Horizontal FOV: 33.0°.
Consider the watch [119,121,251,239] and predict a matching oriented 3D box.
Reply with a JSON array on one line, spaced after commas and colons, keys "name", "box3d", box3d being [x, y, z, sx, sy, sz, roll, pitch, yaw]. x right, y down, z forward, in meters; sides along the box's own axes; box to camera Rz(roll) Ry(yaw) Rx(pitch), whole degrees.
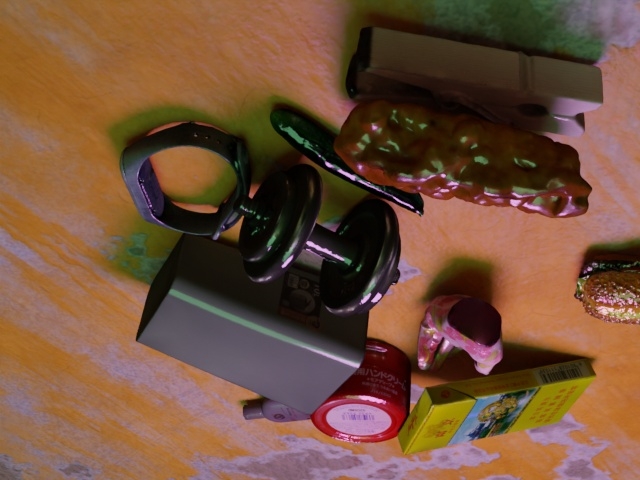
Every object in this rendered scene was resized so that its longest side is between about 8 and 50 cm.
[{"name": "watch", "box3d": [-0.194, -0.086, 1.634, 0.192, 0.068, 0.206, -2, 139, 11]}]

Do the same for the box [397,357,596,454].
[{"name": "box", "box3d": [0.319, 0.302, 1.966, 0.334, 0.047, 0.187, -7, 146, -20]}]

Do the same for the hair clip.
[{"name": "hair clip", "box3d": [0.201, -0.204, 1.417, 0.330, 0.085, 0.101, 11, 149, -7]}]

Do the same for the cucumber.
[{"name": "cucumber", "box3d": [0.041, -0.113, 1.581, 0.284, 0.056, 0.056, 30, 136, -22]}]

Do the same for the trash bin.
[{"name": "trash bin", "box3d": [-0.116, 0.142, 1.831, 0.343, 0.158, 0.223, 21, 139, -17]}]

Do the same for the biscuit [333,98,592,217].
[{"name": "biscuit", "box3d": [0.174, -0.105, 1.407, 0.318, 0.111, 0.312, 11, -176, 0]}]

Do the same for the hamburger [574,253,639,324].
[{"name": "hamburger", "box3d": [0.494, 0.080, 1.729, 0.165, 0.087, 0.137, 3, 141, 4]}]

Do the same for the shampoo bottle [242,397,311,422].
[{"name": "shampoo bottle", "box3d": [-0.075, 0.336, 2.158, 0.165, 0.040, 0.080, -9, 140, 17]}]

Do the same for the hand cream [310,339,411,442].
[{"name": "hand cream", "box3d": [0.075, 0.283, 2.009, 0.193, 0.125, 0.193, 3, 143, 2]}]

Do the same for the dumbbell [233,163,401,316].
[{"name": "dumbbell", "box3d": [0.000, 0.000, 1.609, 0.289, 0.192, 0.192, 25, 138, -24]}]

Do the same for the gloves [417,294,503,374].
[{"name": "gloves", "box3d": [0.240, 0.161, 1.850, 0.145, 0.126, 0.241, 5, 170, -6]}]
